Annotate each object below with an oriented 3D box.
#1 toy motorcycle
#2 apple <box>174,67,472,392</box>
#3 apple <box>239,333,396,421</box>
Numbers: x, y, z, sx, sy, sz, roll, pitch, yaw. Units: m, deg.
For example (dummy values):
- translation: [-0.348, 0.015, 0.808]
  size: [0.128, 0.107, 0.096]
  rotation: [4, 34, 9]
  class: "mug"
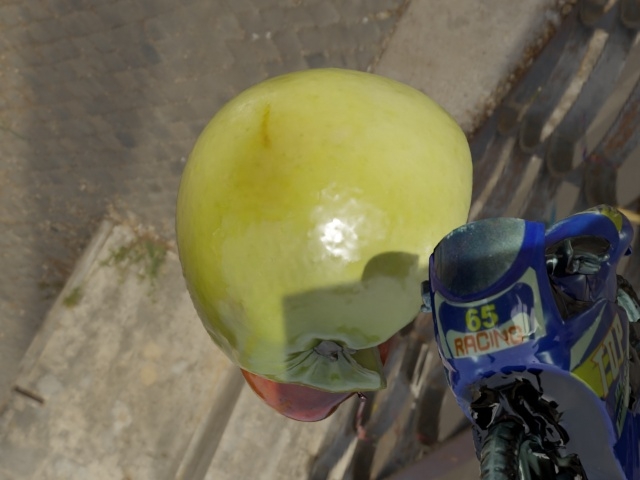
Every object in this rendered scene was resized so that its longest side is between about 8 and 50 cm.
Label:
- translation: [0.133, 0.054, 0.483]
  size: [0.113, 0.315, 0.169]
  rotation: [-19, 94, 30]
  class: "toy motorcycle"
- translation: [-0.017, -0.007, 0.820]
  size: [0.233, 0.257, 0.295]
  rotation: [11, 145, -15]
  class: "apple"
- translation: [-0.013, 0.135, 1.234]
  size: [0.234, 0.234, 0.234]
  rotation: [16, 147, 10]
  class: "apple"
